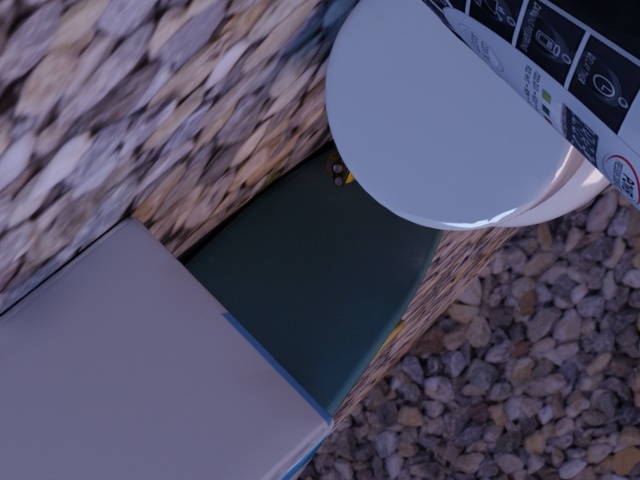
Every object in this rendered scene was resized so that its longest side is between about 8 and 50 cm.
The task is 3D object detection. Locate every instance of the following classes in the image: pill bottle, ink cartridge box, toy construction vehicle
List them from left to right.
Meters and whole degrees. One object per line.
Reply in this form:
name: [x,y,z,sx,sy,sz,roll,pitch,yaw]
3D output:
ink cartridge box: [-0.149,0.159,1.221,0.197,0.198,0.270,-41,170,-25]
toy construction vehicle: [0.044,-0.098,1.431,0.086,0.035,0.098,-20,140,-48]
pill bottle: [0.151,-0.122,1.255,0.204,0.204,0.361,-48,171,24]

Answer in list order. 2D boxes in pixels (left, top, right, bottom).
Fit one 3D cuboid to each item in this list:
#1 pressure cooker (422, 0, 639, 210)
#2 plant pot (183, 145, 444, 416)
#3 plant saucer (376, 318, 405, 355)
pressure cooker: [0.243,-0.169,0.692,0.370,0.420,0.375,-29,162,-42]
plant pot: [-0.011,0.042,1.463,0.234,0.166,0.165,-50,174,-27]
plant saucer: [-0.076,0.226,2.244,0.332,0.081,0.333,-50,169,28]
